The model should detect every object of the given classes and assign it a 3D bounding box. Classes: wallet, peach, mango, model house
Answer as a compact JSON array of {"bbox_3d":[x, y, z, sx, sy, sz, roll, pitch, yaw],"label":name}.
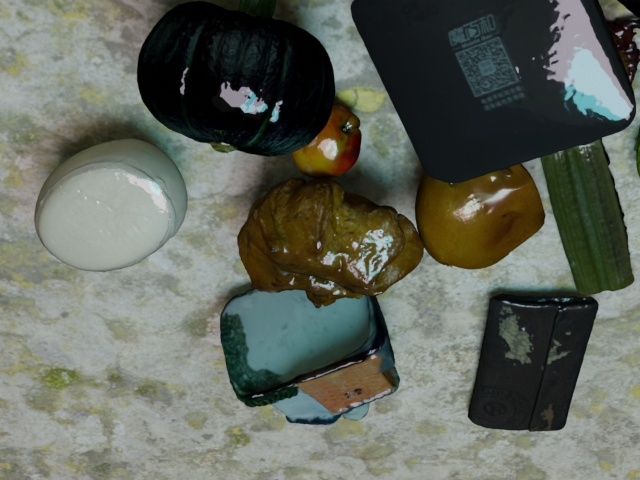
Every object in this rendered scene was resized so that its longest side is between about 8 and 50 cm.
[{"bbox_3d":[0.343,0.206,2.027,0.170,0.044,0.321,5,136,1],"label":"wallet"},{"bbox_3d":[0.006,-0.133,1.685,0.101,0.100,0.100,-1,133,-1],"label":"peach"},{"bbox_3d":[0.213,-0.040,1.745,0.166,0.136,0.236,-31,144,1],"label":"mango"},{"bbox_3d":[0.008,0.196,1.961,0.253,0.184,0.291,-21,144,9],"label":"model house"}]

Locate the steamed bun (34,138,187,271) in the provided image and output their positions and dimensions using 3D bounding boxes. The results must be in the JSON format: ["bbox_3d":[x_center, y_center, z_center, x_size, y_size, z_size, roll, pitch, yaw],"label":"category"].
[{"bbox_3d":[-0.290,-0.056,1.724,0.228,0.130,0.177,-32,116,27],"label":"steamed bun"}]

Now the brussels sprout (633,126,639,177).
[{"bbox_3d":[0.520,-0.098,1.724,0.181,0.100,0.139,33,149,-23],"label":"brussels sprout"}]

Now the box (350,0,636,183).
[{"bbox_3d":[0.214,-0.229,1.531,0.290,0.073,0.289,-18,108,30],"label":"box"}]

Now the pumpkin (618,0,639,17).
[{"bbox_3d":[0.435,-0.356,1.442,0.233,0.163,0.233,-1,130,-1],"label":"pumpkin"}]

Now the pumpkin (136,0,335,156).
[{"bbox_3d":[-0.097,-0.229,1.531,0.248,0.248,0.248,-1,133,-1],"label":"pumpkin"}]

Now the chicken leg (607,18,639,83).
[{"bbox_3d":[0.319,-0.256,1.597,0.177,0.083,0.322,-39,124,19],"label":"chicken leg"}]

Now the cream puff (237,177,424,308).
[{"bbox_3d":[0.000,0.000,1.736,0.241,0.155,0.269,26,153,-23],"label":"cream puff"}]

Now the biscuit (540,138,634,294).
[{"bbox_3d":[0.396,-0.035,1.823,0.099,0.038,0.322,-12,132,14],"label":"biscuit"}]
